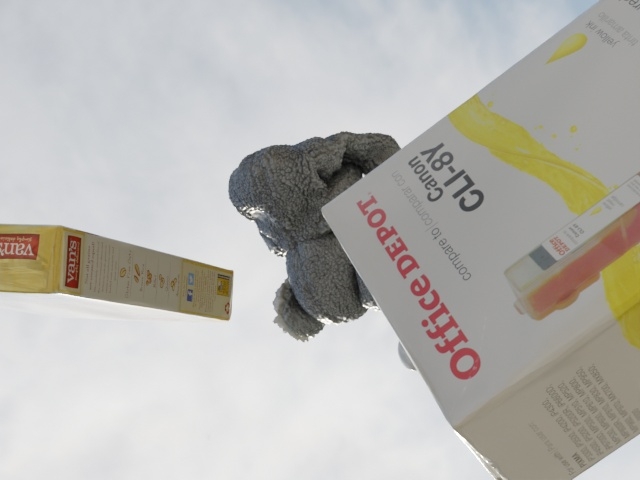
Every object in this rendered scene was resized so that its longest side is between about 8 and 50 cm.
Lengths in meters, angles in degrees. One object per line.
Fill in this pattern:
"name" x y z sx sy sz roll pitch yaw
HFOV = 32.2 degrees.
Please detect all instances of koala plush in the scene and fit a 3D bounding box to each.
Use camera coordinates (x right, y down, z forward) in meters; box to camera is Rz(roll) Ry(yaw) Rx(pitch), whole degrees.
"koala plush" 0.000 0.000 1.311 0.203 0.196 0.221 -2 -104 -55

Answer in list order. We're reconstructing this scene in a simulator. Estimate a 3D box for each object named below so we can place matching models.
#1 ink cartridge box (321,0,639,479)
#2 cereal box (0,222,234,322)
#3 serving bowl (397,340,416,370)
"ink cartridge box" 0.229 -0.017 0.894 0.385 0.279 0.160 -37 -46 7
"cereal box" -0.186 0.025 0.760 0.240 0.173 0.047 24 -112 -69
"serving bowl" 0.128 0.119 1.349 0.027 0.083 0.083 55 -129 -29
